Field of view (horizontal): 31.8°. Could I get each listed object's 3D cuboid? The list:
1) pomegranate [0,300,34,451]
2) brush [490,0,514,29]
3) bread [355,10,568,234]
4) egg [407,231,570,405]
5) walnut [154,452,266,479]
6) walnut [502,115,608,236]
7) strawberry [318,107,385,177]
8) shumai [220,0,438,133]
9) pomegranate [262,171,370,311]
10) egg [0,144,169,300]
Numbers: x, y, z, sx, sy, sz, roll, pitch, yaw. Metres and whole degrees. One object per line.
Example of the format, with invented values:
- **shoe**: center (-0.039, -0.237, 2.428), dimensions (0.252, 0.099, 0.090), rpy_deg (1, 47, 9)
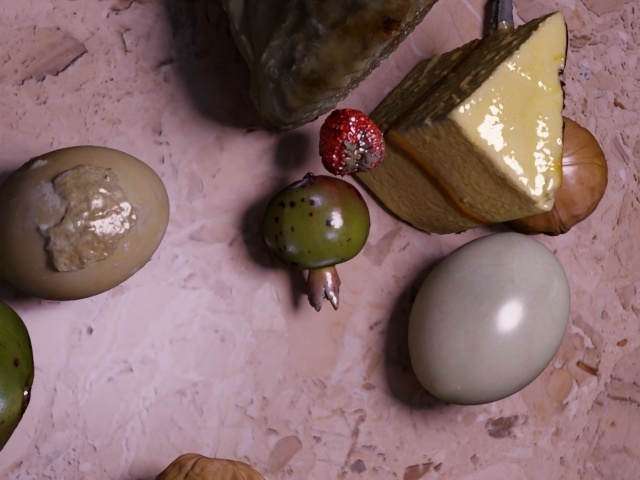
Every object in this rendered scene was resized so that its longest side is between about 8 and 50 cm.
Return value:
- **pomegranate**: center (-0.385, 0.123, 1.061), dimensions (0.225, 0.187, 0.187), rpy_deg (16, 71, 1)
- **brush**: center (0.259, -0.432, 1.619), dimensions (0.070, 0.051, 0.323), rpy_deg (16, 70, -35)
- **bread**: center (0.205, -0.147, 1.410), dimensions (0.198, 0.263, 0.236), rpy_deg (46, 61, -20)
- **egg**: center (0.211, 0.098, 1.409), dimensions (0.186, 0.186, 0.253), rpy_deg (51, 58, -14)
- **walnut**: center (-0.118, 0.322, 1.194), dimensions (0.155, 0.155, 0.184), rpy_deg (11, 78, -29)
- **walnut**: center (0.298, -0.084, 1.495), dimensions (0.167, 0.207, 0.167), rpy_deg (-1, 83, 12)
- **strawberry**: center (0.034, -0.119, 1.329), dimensions (0.083, 0.096, 0.083), rpy_deg (-4, 117, -8)
- **shumai**: center (-0.011, -0.349, 1.284), dimensions (0.323, 0.397, 0.324), rpy_deg (43, 22, 1)
- **pomegranate**: center (0.006, -0.004, 1.343), dimensions (0.129, 0.129, 0.159), rpy_deg (-45, 116, -29)
- **egg**: center (-0.250, -0.020, 1.166), dimensions (0.201, 0.164, 0.164), rpy_deg (-24, 94, -37)
